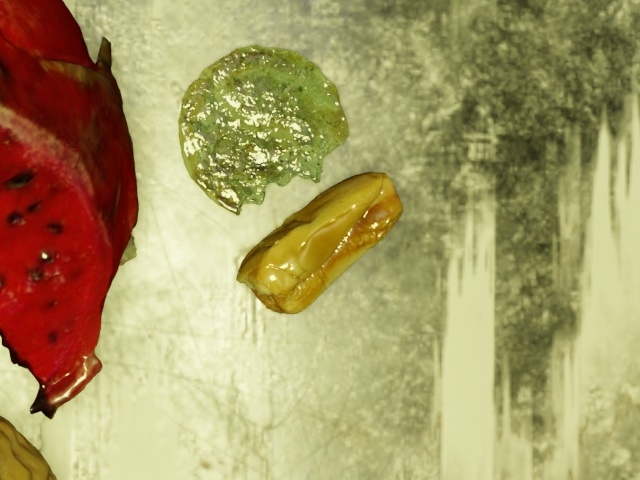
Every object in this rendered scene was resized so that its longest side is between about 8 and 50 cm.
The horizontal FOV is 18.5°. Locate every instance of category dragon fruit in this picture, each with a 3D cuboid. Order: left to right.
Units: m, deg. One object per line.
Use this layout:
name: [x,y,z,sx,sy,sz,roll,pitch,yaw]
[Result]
dragon fruit: [-0.194,-0.089,1.307,0.100,0.343,0.282,-12,45,19]

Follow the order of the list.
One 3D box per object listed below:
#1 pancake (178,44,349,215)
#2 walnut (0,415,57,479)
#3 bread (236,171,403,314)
pancake: [-0.045,-0.088,1.469,0.129,0.022,0.116,-23,88,-12]
walnut: [-0.274,0.212,1.282,0.257,0.257,0.224,17,83,-10]
bread: [0.000,0.000,1.446,0.132,0.074,0.053,-39,105,-10]
